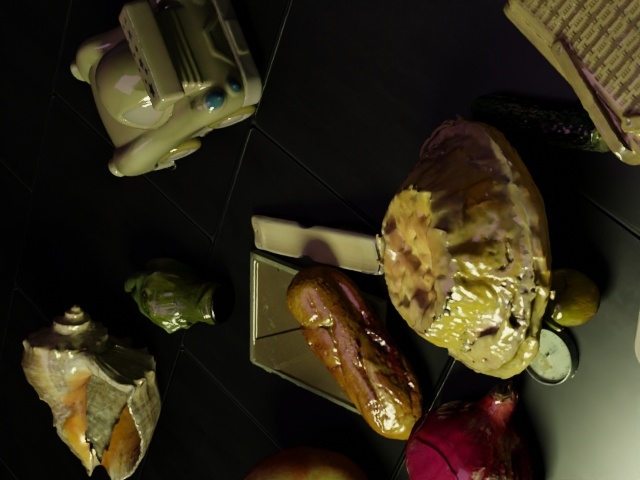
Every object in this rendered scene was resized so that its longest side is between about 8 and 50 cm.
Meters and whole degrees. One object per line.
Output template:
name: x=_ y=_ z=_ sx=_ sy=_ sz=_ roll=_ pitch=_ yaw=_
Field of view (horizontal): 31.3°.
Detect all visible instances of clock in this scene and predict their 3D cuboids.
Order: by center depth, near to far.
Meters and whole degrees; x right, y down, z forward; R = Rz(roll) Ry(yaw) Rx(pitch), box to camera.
clock: x=0.309 y=0.156 z=1.551 sx=0.085 sy=0.017 sz=0.085 roll=17 pitch=115 yaw=40

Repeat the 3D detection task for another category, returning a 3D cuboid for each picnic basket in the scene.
picnic basket: x=0.379 y=-0.204 z=1.207 sx=0.313 sy=0.228 sz=0.175 roll=52 pitch=131 yaw=19

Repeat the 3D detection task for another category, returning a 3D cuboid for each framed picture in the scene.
framed picture: x=-0.011 y=0.152 z=1.865 sx=0.289 sy=0.016 sz=0.213 roll=19 pitch=117 yaw=39

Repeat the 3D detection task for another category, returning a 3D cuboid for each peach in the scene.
peach: x=-0.017 y=0.455 z=1.828 sx=0.252 sy=0.252 sz=0.253 roll=17 pitch=115 yaw=40

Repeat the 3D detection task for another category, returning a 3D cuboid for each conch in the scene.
conch: x=-0.405 y=0.281 z=2.179 sx=0.297 sy=0.210 sz=0.352 roll=15 pitch=135 yaw=40

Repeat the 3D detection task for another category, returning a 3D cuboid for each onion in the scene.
onion: x=0.220 y=0.292 z=1.614 sx=0.195 sy=0.139 sz=0.218 roll=43 pitch=127 yaw=35

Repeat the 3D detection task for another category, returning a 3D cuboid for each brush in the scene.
brush: x=0.000 y=0.000 z=1.786 sx=0.321 sy=0.050 sz=0.060 roll=11 pitch=114 yaw=50

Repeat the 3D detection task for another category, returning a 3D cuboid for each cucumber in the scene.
cucumber: x=0.276 y=-0.153 z=1.453 sx=0.214 sy=0.052 sz=0.058 roll=16 pitch=95 yaw=41

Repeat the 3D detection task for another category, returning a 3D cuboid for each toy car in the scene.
toy car: x=-0.278 y=-0.251 z=1.838 sx=0.336 sy=0.226 sz=0.242 roll=-24 pitch=87 yaw=45

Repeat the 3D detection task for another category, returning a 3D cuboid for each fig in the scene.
fig: x=0.306 y=0.079 z=1.469 sx=0.084 sy=0.098 sz=0.082 roll=47 pitch=133 yaw=24

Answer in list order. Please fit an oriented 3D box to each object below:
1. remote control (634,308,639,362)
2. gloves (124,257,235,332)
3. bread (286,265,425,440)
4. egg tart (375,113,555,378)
remote control: x=0.433 y=0.057 z=1.393 sx=0.077 sy=0.022 sz=0.245 roll=19 pitch=116 yaw=37
gloves: x=-0.266 y=0.098 z=2.042 sx=0.268 sy=0.107 sz=0.135 roll=3 pitch=75 yaw=46
bread: x=0.062 y=0.188 z=1.732 sx=0.344 sy=0.084 sz=0.124 roll=57 pitch=137 yaw=6
egg tart: x=0.173 y=0.016 z=1.493 sx=0.352 sy=0.150 sz=0.352 roll=170 pitch=90 yaw=-69
